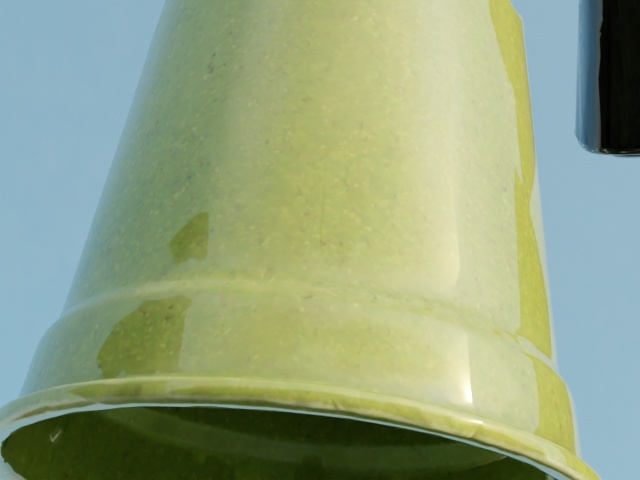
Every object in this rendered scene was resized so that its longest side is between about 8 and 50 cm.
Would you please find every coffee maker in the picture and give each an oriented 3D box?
[{"bbox_3d":[0.179,-0.141,0.875,0.171,0.120,0.178,4,-76,29],"label":"coffee maker"}]

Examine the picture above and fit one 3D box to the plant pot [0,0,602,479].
[{"bbox_3d":[0.000,0.000,0.735,0.276,0.253,0.276,5,-24,2],"label":"plant pot"}]
